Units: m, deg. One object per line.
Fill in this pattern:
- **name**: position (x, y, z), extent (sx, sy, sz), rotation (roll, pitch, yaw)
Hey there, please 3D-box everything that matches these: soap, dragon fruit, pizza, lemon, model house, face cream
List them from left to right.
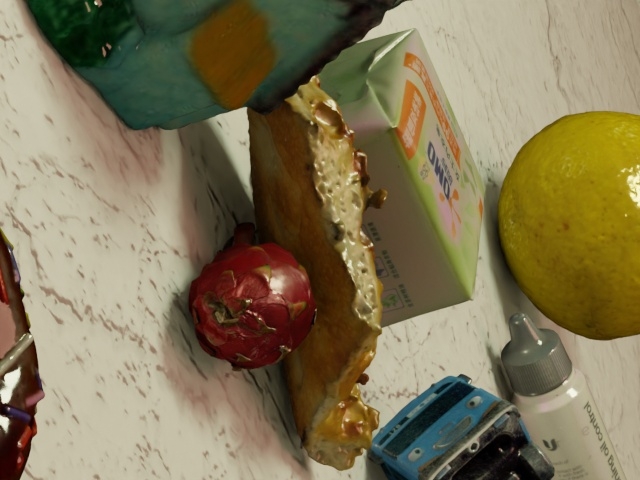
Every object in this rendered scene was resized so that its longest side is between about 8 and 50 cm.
- **model house**: position (-0.051, -0.245, 1.334), extent (0.230, 0.249, 0.280), rotation (50, 30, -48)
- **dragon fruit**: position (-0.046, 0.037, 1.381), extent (0.190, 0.094, 0.094), rotation (-81, 151, -73)
- **pizza**: position (0.000, 0.000, 1.441), extent (0.182, 0.074, 0.365), rotation (169, -88, -68)
- **soap**: position (0.050, -0.051, 1.626), extent (0.182, 0.138, 0.199), rotation (-76, 145, -54)
- **face cream**: position (0.275, 0.211, 2.118), extent (0.092, 0.092, 0.311), rotation (-71, 140, -58)
- **lemon**: position (0.346, -0.019, 2.225), extent (0.293, 0.293, 0.293), rotation (-16, 90, -71)

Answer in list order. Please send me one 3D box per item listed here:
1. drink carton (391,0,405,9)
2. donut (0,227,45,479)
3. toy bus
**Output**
- **drink carton**: position (-0.007, -0.311, 1.653), extent (0.191, 0.185, 0.189), rotation (45, 23, -52)
- **donut**: position (-0.209, 0.054, 0.893), extent (0.216, 0.096, 0.230), rotation (48, 32, -51)
- **toy bus**: position (0.143, 0.235, 1.656), extent (0.133, 0.116, 0.234), rotation (31, -25, 53)
